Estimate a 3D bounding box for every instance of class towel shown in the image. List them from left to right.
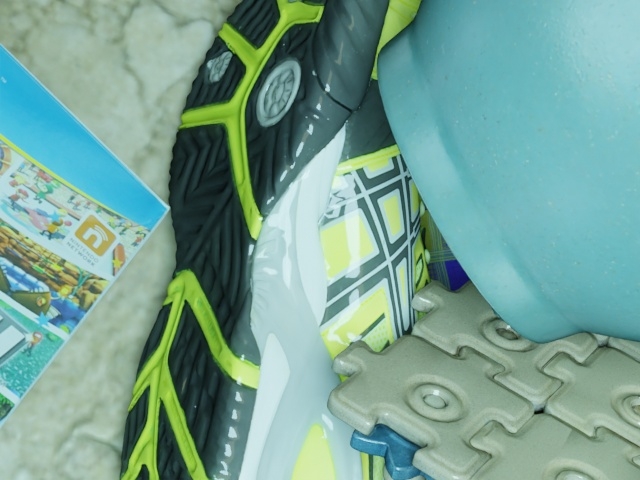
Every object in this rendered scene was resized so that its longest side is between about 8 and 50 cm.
[{"bbox_3d":[0.080,0.017,0.883,0.060,0.009,0.083,-4,82,-24],"label":"towel"}]

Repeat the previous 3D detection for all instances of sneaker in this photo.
[{"bbox_3d":[0.000,0.000,0.800,0.147,0.145,0.385,20,80,-33],"label":"sneaker"}]

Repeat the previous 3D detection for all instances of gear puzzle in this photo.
[{"bbox_3d":[0.147,0.065,0.766,0.175,0.044,0.339,30,35,22],"label":"gear puzzle"}]

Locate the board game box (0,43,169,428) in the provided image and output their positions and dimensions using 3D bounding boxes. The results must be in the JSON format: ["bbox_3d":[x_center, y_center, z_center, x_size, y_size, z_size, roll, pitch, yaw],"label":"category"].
[{"bbox_3d":[-0.223,0.021,0.482,0.224,0.097,0.303,45,45,-13],"label":"board game box"}]

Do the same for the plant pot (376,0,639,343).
[{"bbox_3d":[0.151,-0.067,0.689,0.196,0.293,0.293,-28,93,18],"label":"plant pot"}]

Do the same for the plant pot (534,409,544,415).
[{"bbox_3d":[0.132,0.201,0.771,0.237,0.237,0.254,30,53,-15],"label":"plant pot"}]
